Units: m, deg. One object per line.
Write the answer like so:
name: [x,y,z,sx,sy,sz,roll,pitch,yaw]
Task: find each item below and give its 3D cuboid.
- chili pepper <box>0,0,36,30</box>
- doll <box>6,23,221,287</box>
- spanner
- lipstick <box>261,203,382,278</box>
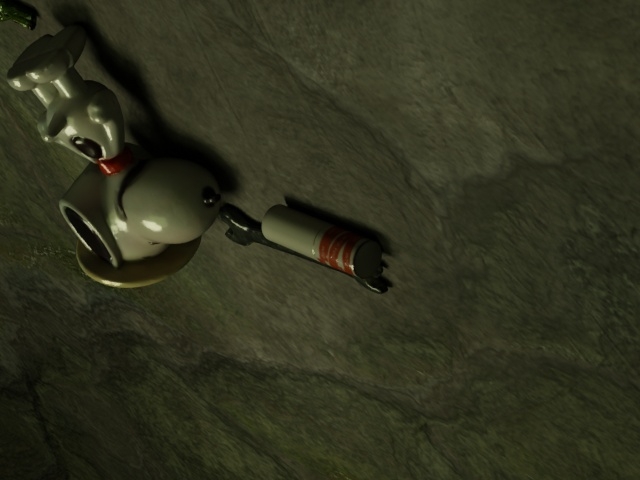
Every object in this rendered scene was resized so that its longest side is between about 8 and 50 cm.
chili pepper: [-0.321,-0.234,1.863,0.083,0.022,0.027,13,143,45]
doll: [-0.221,-0.083,1.851,0.271,0.144,0.208,44,139,-11]
spanner: [-0.021,0.009,1.805,0.254,0.015,0.054,19,148,47]
lipstick: [0.000,0.000,1.719,0.131,0.038,0.038,23,151,43]
